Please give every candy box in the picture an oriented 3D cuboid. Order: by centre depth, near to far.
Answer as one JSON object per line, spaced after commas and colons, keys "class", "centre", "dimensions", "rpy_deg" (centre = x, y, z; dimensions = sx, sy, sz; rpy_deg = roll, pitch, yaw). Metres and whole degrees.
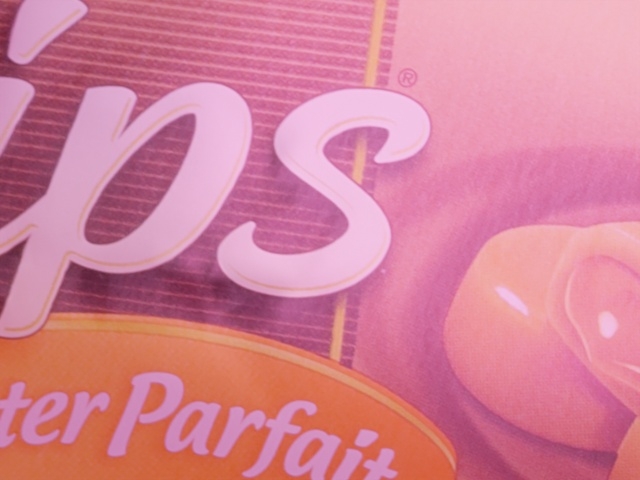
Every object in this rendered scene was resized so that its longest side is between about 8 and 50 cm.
{"class": "candy box", "centre": [0.000, 0.000, 0.398], "dimensions": [0.316, 0.087, 0.183], "rpy_deg": [18, 99, 5]}
